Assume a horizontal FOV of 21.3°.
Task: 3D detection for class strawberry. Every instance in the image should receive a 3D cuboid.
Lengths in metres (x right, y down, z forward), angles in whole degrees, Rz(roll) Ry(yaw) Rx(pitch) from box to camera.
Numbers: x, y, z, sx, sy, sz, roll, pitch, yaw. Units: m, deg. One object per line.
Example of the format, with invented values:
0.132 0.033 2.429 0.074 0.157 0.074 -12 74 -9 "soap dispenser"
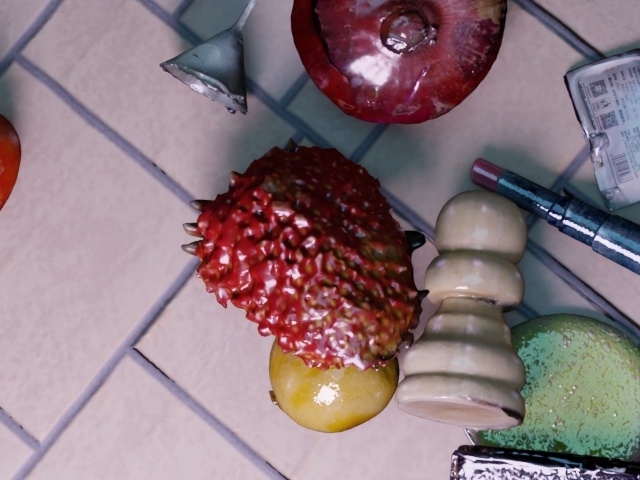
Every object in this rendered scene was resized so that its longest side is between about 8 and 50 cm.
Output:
0.000 0.000 1.847 0.233 0.138 0.306 -35 46 -21 "strawberry"

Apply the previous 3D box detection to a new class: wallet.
0.268 0.345 1.876 0.262 0.071 0.221 5 97 9 "wallet"

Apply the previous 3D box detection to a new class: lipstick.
0.276 -0.031 1.923 0.234 0.053 0.053 27 90 9 "lipstick"

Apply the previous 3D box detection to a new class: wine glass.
-0.092 -0.249 1.956 0.122 0.122 0.183 28 84 7 "wine glass"

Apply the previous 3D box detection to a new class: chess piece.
0.170 0.072 1.886 0.142 0.143 0.261 7 71 7 "chess piece"

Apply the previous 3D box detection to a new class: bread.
0.274 0.195 1.919 0.228 0.033 0.228 0 88 5 "bread"

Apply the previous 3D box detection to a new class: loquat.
0.015 0.141 1.896 0.163 0.163 0.137 -43 114 3 "loquat"

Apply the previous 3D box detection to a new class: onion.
0.088 -0.248 1.888 0.246 0.190 0.246 1 105 4 "onion"

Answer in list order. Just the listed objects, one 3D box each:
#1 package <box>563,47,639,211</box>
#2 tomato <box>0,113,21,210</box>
0.382 -0.137 1.931 0.173 0.027 0.171 -17 81 5 "package"
-0.435 -0.085 1.966 0.187 0.151 0.187 -10 121 -18 "tomato"
